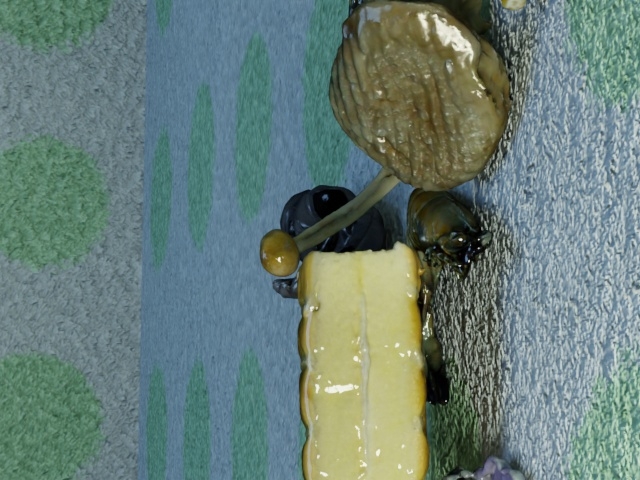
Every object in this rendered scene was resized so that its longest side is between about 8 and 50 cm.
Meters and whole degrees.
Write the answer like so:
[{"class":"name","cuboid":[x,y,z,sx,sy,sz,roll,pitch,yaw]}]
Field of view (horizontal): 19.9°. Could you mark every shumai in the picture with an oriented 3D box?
[{"class":"shumai","cuboid":[0.090,-0.154,1.547,0.209,0.161,0.153,74,-154,-46]}]

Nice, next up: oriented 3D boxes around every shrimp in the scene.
[{"class":"shrimp","cuboid":[0.113,0.055,1.595,0.262,0.051,0.198,-150,55,-78]}]

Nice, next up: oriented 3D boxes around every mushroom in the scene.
[{"class":"mushroom","cuboid":[0.046,-0.079,1.659,0.306,0.068,0.043,-52,21,-24]}]

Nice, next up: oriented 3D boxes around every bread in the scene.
[{"class":"bread","cuboid":[0.036,0.128,1.597,0.246,0.111,0.239,90,179,-83]}]

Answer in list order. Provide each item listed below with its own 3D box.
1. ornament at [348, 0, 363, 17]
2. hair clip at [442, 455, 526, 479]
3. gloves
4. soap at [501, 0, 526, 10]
[{"class":"ornament","cuboid":[0.043,-0.271,1.937,0.073,0.028,0.125,-85,2,-77]},{"class":"hair clip","cuboid":[0.137,0.237,1.454,0.195,0.052,0.124,-124,32,-59]},{"class":"gloves","cuboid":[0.009,-0.002,1.882,0.285,0.119,0.142,-85,-11,-74]},{"class":"soap","cuboid":[0.132,-0.356,1.378,0.281,0.143,0.259,105,165,-60]}]
